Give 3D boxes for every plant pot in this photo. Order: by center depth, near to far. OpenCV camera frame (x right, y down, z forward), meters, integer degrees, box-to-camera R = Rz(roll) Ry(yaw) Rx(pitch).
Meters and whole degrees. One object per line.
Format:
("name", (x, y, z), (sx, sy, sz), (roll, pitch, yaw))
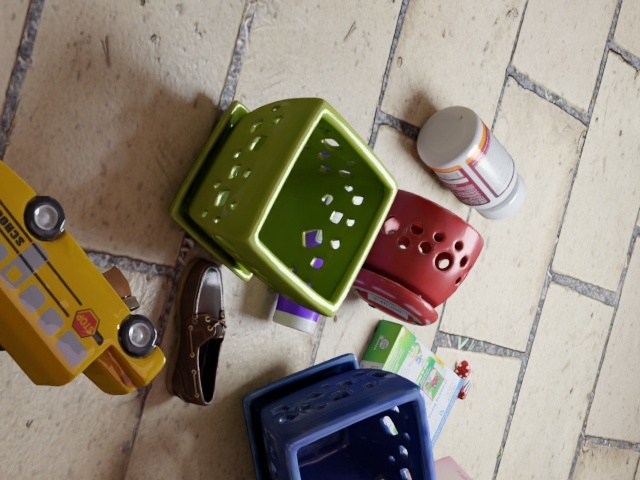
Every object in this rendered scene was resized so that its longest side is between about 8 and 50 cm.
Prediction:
("plant pot", (-0.062, -0.056, 1.590), (0.227, 0.207, 0.228), (44, 68, -44))
("plant pot", (0.018, 0.317, 1.753), (0.236, 0.212, 0.236), (-21, 117, -24))
("plant pot", (0.145, 0.032, 1.863), (0.191, 0.191, 0.174), (42, 73, -46))

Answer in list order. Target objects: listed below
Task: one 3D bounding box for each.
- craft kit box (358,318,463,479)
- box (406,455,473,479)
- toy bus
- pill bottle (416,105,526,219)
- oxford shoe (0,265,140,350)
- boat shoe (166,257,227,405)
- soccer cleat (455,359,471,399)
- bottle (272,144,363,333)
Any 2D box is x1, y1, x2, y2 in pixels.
("craft kit box", (0.131, 0.303, 2.026), (0.246, 0.061, 0.250), (45, 67, -47))
("box", (0.165, 0.493, 1.981), (0.232, 0.148, 0.126), (-16, 128, -27))
("toy bus", (-0.327, 0.053, 1.325), (0.130, 0.108, 0.332), (-47, 113, -32))
("pill bottle", (0.268, -0.129, 2.005), (0.221, 0.121, 0.121), (41, 70, -47))
("oxford shoe", (-0.334, 0.085, 1.445), (0.212, 0.076, 0.076), (-20, 85, -41))
("boat shoe", (-0.164, 0.131, 1.632), (0.073, 0.073, 0.207), (0, 99, -47))
("soccer cleat", (0.275, 0.264, 2.197), (0.036, 0.029, 0.083), (-23, 121, -53))
("bottle", (0.000, 0.000, 1.762), (0.118, 0.092, 0.282), (22, 84, -48))
